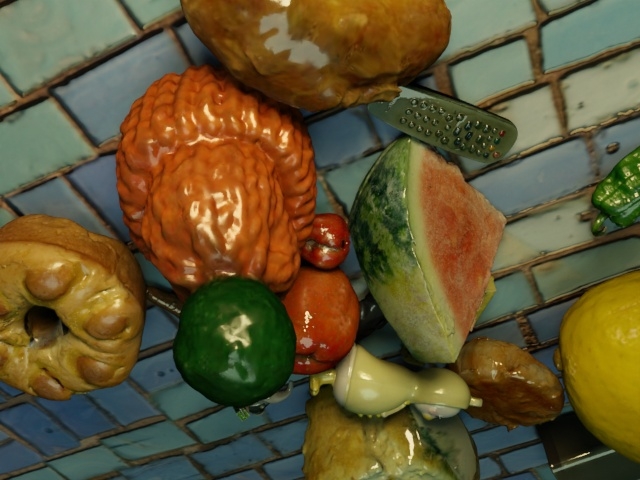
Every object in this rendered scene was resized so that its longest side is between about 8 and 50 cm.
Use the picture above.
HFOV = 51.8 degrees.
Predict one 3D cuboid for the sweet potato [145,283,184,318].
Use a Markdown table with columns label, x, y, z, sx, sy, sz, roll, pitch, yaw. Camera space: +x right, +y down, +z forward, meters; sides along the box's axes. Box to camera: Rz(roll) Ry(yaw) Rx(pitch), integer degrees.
| label | x | y | z | sx | sy | sz | roll | pitch | yaw |
| --- | --- | --- | --- | --- | --- | --- | --- | --- | --- |
| sweet potato | -0.230 | 0.134 | 1.131 | 0.050 | 0.050 | 0.214 | -28 | 123 | 20 |

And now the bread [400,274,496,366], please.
| label | x | y | z | sx | sy | sz | roll | pitch | yaw |
| --- | --- | --- | --- | --- | --- | --- | --- | --- | --- |
| bread | 0.220 | 0.142 | 1.156 | 0.088 | 0.049 | 0.226 | 10 | 130 | -12 |

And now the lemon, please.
| label | x | y | z | sx | sy | sz | roll | pitch | yaw |
| --- | --- | --- | --- | --- | --- | --- | --- | --- | --- |
| lemon | 0.552 | 0.201 | 1.048 | 0.348 | 0.348 | 0.348 | -1 | 131 | -2 |

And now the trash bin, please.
| label | x | y | z | sx | sy | sz | roll | pitch | yaw |
| --- | --- | --- | --- | --- | --- | --- | --- | --- | --- |
| trash bin | 0.599 | 0.430 | 1.381 | 0.240 | 0.122 | 0.164 | -25 | 127 | 16 |

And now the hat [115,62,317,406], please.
| label | x | y | z | sx | sy | sz | roll | pitch | yaw |
| --- | --- | --- | --- | --- | --- | --- | --- | --- | --- |
| hat | -0.139 | -0.011 | 0.779 | 0.285 | 0.400 | 0.285 | 1 | 131 | 2 |

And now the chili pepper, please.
| label | x | y | z | sx | sy | sz | roll | pitch | yaw |
| --- | --- | --- | --- | --- | --- | --- | --- | --- | --- |
| chili pepper | 0.479 | -0.104 | 0.922 | 0.074 | 0.100 | 0.257 | 24 | 123 | -29 |

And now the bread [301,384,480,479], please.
| label | x | y | z | sx | sy | sz | roll | pitch | yaw |
| --- | --- | --- | --- | --- | --- | --- | --- | --- | --- |
| bread | 0.173 | 0.429 | 1.276 | 0.264 | 0.239 | 0.395 | -36 | 124 | 25 |

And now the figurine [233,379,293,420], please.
| label | x | y | z | sx | sy | sz | roll | pitch | yaw |
| --- | --- | --- | --- | --- | --- | --- | --- | --- | --- |
| figurine | -0.121 | 0.242 | 1.185 | 0.147 | 0.126 | 0.192 | -36 | 138 | -27 |

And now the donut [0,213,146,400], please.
| label | x | y | z | sx | sy | sz | roll | pitch | yaw |
| --- | --- | --- | --- | --- | --- | --- | --- | --- | --- |
| donut | -0.413 | 0.109 | 1.021 | 0.317 | 0.150 | 0.299 | -23 | 126 | 22 |

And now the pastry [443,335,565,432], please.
| label | x | y | z | sx | sy | sz | roll | pitch | yaw |
| --- | --- | --- | --- | --- | --- | --- | --- | --- | --- |
| pastry | 0.329 | 0.263 | 1.200 | 0.218 | 0.100 | 0.229 | 24 | 144 | -3 |

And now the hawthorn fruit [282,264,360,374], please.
| label | x | y | z | sx | sy | sz | roll | pitch | yaw |
| --- | --- | --- | --- | --- | --- | --- | --- | --- | --- |
| hawthorn fruit | -0.019 | 0.123 | 1.046 | 0.189 | 0.189 | 0.189 | -1 | 131 | -2 |

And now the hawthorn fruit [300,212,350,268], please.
| label | x | y | z | sx | sy | sz | roll | pitch | yaw |
| --- | --- | --- | --- | --- | --- | --- | --- | --- | --- |
| hawthorn fruit | 0.000 | 0.000 | 1.001 | 0.093 | 0.093 | 0.093 | -1 | 131 | -2 |

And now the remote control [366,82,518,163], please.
| label | x | y | z | sx | sy | sz | roll | pitch | yaw |
| --- | --- | --- | --- | --- | --- | --- | --- | --- | --- |
| remote control | 0.166 | -0.164 | 0.892 | 0.222 | 0.042 | 0.072 | 17 | 128 | -19 |

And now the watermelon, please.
| label | x | y | z | sx | sy | sz | roll | pitch | yaw |
| --- | --- | --- | --- | --- | --- | --- | --- | --- | --- |
| watermelon | 0.160 | 0.012 | 0.963 | 0.193 | 0.232 | 0.310 | -31 | 81 | 25 |

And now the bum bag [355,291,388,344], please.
| label | x | y | z | sx | sy | sz | roll | pitch | yaw |
| --- | --- | --- | --- | --- | --- | --- | --- | --- | --- |
| bum bag | 0.091 | 0.129 | 1.138 | 0.087 | 0.049 | 0.197 | 31 | 122 | -32 |

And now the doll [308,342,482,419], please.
| label | x | y | z | sx | sy | sz | roll | pitch | yaw |
| --- | --- | --- | --- | --- | --- | --- | --- | --- | --- |
| doll | 0.125 | 0.252 | 1.112 | 0.296 | 0.117 | 0.141 | 15 | 163 | 4 |

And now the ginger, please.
| label | x | y | z | sx | sy | sz | roll | pitch | yaw |
| --- | --- | --- | --- | --- | --- | --- | --- | --- | --- |
| ginger | -0.004 | -0.231 | 0.749 | 0.321 | 0.165 | 0.172 | 9 | 95 | -23 |
